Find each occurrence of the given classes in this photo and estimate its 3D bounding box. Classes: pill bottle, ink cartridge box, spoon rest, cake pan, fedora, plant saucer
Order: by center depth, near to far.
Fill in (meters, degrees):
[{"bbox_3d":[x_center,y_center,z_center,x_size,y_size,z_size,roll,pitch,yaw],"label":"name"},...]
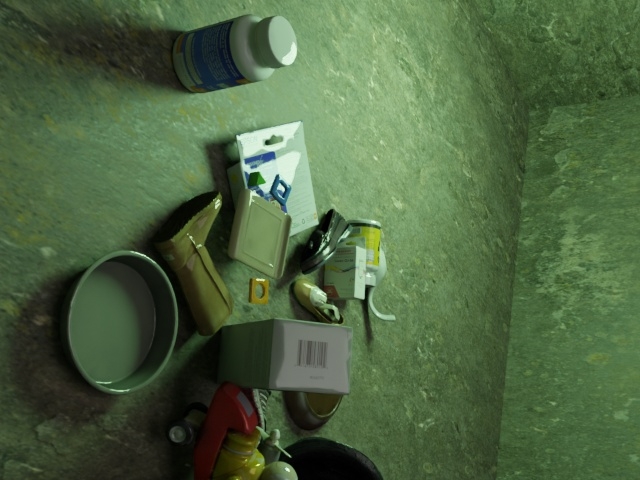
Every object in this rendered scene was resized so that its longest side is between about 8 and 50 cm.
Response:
[{"bbox_3d":[-0.414,0.167,1.446,0.293,0.054,0.293,7,82,-57],"label":"cake pan"},{"bbox_3d":[-0.196,-0.436,1.634,0.152,0.272,0.152,6,83,-57],"label":"pill bottle"},{"bbox_3d":[-0.129,-0.154,1.914,0.304,0.072,0.307,-25,107,-53],"label":"ink cartridge box"},{"bbox_3d":[0.012,0.647,1.928,0.152,0.334,0.333,-95,170,-70],"label":"fedora"},{"bbox_3d":[-0.003,0.406,2.086,0.311,0.050,0.310,8,81,-58],"label":"plant saucer"},{"bbox_3d":[0.075,0.082,2.171,0.067,0.115,0.198,19,70,-56],"label":"ink cartridge box"},{"bbox_3d":[0.132,0.043,2.260,0.119,0.119,0.208,18,73,-56],"label":"pill bottle"},{"bbox_3d":[0.190,0.140,2.375,0.137,0.084,0.276,-69,148,-86],"label":"spoon rest"}]

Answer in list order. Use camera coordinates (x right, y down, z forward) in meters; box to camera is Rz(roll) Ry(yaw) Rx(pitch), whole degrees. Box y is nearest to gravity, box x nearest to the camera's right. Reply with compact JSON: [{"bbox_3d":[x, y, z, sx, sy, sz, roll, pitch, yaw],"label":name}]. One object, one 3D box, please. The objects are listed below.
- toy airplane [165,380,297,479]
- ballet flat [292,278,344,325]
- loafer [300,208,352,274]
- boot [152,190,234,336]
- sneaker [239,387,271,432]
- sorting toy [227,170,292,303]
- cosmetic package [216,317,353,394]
[{"bbox_3d":[-0.186,0.560,1.569,0.384,0.273,0.386,80,13,-49],"label":"toy airplane"},{"bbox_3d":[0.002,0.185,2.085,0.232,0.073,0.080,50,47,-43],"label":"ballet flat"},{"bbox_3d":[0.000,0.000,2.093,0.095,0.109,0.302,57,33,-10],"label":"loafer"},{"bbox_3d":[-0.270,0.051,1.664,0.236,0.089,0.269,-51,131,-39],"label":"boot"},{"bbox_3d":[-0.159,0.417,1.820,0.075,0.063,0.170,-18,98,-51],"label":"sneaker"},{"bbox_3d":[-0.158,-0.012,1.765,0.196,0.047,0.347,30,63,-49],"label":"sorting toy"},{"bbox_3d":[-0.092,0.269,1.623,0.197,0.365,0.155,9,76,-22],"label":"cosmetic package"}]
